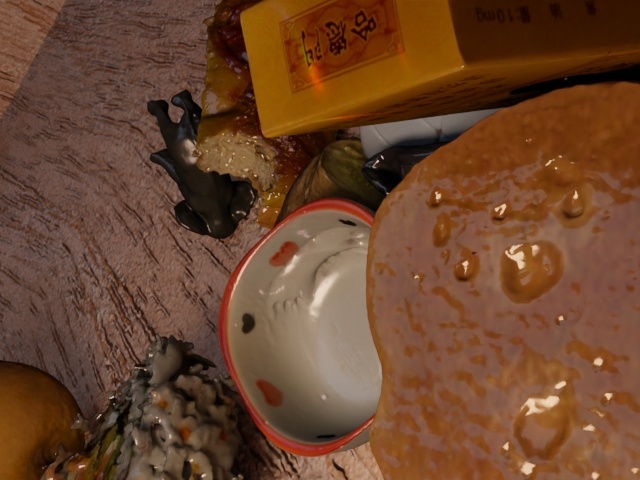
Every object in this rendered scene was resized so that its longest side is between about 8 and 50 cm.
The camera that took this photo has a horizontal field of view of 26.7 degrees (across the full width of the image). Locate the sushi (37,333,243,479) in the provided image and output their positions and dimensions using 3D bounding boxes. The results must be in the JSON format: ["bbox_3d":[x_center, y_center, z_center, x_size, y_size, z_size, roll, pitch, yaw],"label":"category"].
[{"bbox_3d":[-0.209,0.311,1.563,0.417,0.175,0.418,-50,26,36],"label":"sushi"}]

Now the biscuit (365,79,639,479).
[{"bbox_3d":[0.205,0.053,1.077,0.385,0.062,0.365,-8,74,36],"label":"biscuit"}]

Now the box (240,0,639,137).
[{"bbox_3d":[0.180,-0.181,1.108,0.264,0.415,0.116,-14,86,54],"label":"box"}]

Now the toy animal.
[{"bbox_3d":[-0.174,-0.092,1.858,0.114,0.245,0.146,-34,54,-6],"label":"toy animal"}]

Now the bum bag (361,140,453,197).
[{"bbox_3d":[0.174,-0.052,1.280,0.340,0.144,0.095,-15,31,55],"label":"bum bag"}]

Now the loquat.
[{"bbox_3d":[-0.458,0.299,1.892,0.263,0.263,0.263,-40,35,36],"label":"loquat"}]

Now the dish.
[{"bbox_3d":[0.029,0.090,1.364,0.256,0.117,0.256,-7,78,35],"label":"dish"}]

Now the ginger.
[{"bbox_3d":[0.000,0.000,1.540,0.270,0.123,0.219,-56,3,31],"label":"ginger"}]

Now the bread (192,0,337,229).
[{"bbox_3d":[-0.071,-0.175,1.746,0.109,0.185,0.380,110,165,-48],"label":"bread"}]

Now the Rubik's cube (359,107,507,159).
[{"bbox_3d":[0.135,-0.180,1.424,0.254,0.254,0.254,-40,35,36],"label":"Rubik's cube"}]
